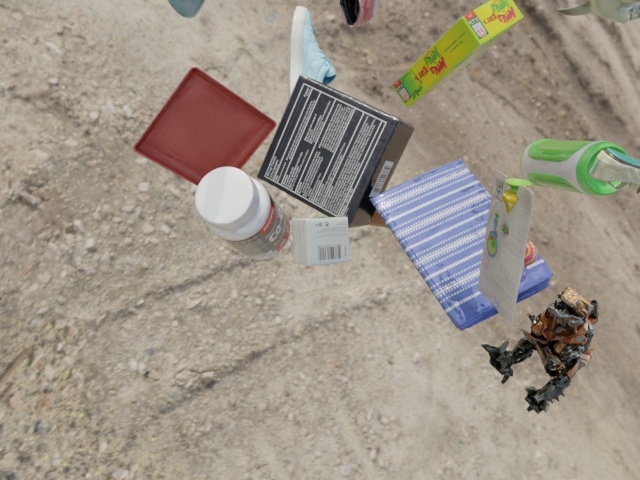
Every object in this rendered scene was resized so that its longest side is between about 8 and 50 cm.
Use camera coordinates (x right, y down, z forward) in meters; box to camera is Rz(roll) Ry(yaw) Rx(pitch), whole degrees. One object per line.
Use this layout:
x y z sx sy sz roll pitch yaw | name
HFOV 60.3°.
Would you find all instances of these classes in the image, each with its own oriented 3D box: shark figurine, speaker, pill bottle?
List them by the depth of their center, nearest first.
0.534 -0.495 0.999 0.278 0.166 0.116 14 84 -74 | shark figurine
0.592 -0.178 1.310 0.131 0.131 0.296 47 3 -13 | speaker
-0.182 -0.061 1.332 0.283 0.161 0.161 53 24 -71 | pill bottle

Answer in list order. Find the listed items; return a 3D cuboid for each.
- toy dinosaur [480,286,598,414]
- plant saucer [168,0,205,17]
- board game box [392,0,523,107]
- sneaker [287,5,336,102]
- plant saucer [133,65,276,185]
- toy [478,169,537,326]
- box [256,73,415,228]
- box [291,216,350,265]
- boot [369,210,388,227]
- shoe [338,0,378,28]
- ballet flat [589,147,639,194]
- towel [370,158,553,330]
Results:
0.466 0.225 1.079 0.218 0.164 0.322 -35 117 -7 | toy dinosaur
-0.250 -0.525 1.040 0.195 0.037 0.195 1 90 -73 | plant saucer
0.184 -0.260 0.770 0.092 0.181 0.043 -37 93 -24 | board game box
-0.026 -0.546 1.717 0.150 0.135 0.366 2 83 -9 | sneaker
-0.285 -0.268 1.367 0.258 0.259 0.048 29 22 -36 | plant saucer
0.331 0.010 0.942 0.056 0.137 0.238 -6 113 -6 | toy
0.041 -0.231 1.446 0.294 0.296 0.182 30 15 18 | box
0.000 0.000 1.190 0.101 0.087 0.102 -4 92 -24 | box
0.258 -0.097 1.540 0.280 0.264 0.096 18 64 -2 | boot
0.080 -0.518 1.097 0.063 0.178 0.081 19 42 22 | shoe
0.476 -0.098 0.837 0.168 0.052 0.057 13 32 -20 | ballet flat
0.288 -0.001 1.139 0.243 0.040 0.336 -24 66 -16 | towel
